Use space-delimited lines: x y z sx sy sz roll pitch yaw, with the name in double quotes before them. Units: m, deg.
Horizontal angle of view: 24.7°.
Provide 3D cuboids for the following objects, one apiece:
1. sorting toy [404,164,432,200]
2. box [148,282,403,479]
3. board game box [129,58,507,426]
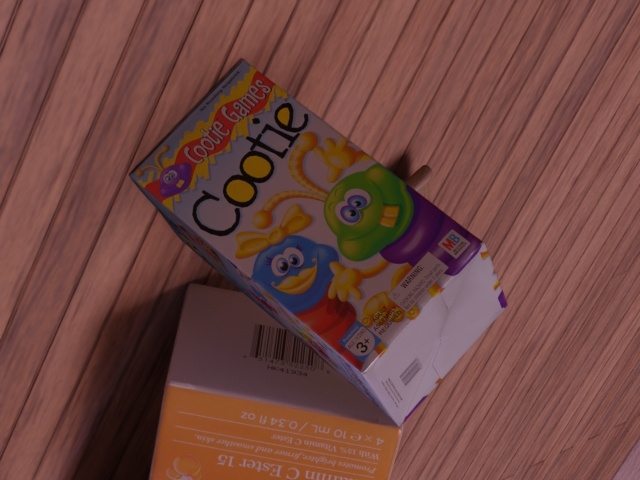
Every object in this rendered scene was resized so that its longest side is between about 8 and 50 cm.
"sorting toy" 0.008 0.064 1.599 0.307 0.041 0.229 -42 157 -19
"box" -0.059 0.242 1.413 0.168 0.214 0.345 -85 -174 -59
"board game box" 0.000 0.000 1.220 0.142 0.275 0.144 -47 154 -8
